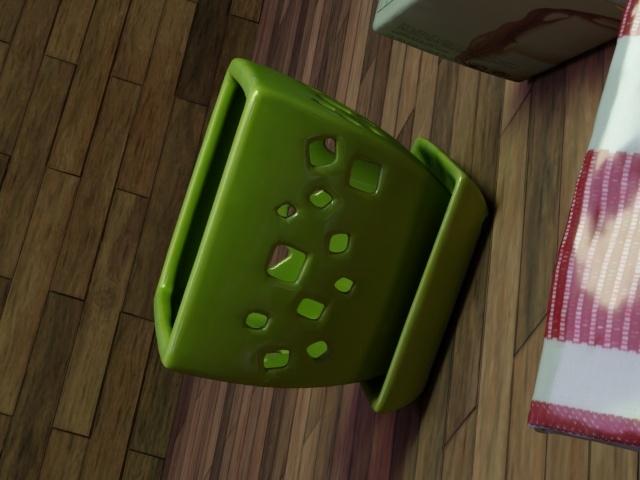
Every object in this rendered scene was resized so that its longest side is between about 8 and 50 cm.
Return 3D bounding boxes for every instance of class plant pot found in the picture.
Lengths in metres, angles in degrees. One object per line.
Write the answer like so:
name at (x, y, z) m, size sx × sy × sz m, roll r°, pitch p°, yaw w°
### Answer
plant pot at (0.000, 0.000, 1.356) m, size 0.228 × 0.207 × 0.227 m, roll -118°, pitch 46°, yaw -77°

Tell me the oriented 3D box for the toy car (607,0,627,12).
toy car at (0.140, -0.190, 0.863) m, size 0.210 × 0.238 × 0.219 m, roll -5°, pitch 36°, yaw 39°

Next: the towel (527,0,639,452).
towel at (0.193, -0.075, 0.622) m, size 0.237 × 0.037 × 0.329 m, roll 5°, pitch 77°, yaw 53°

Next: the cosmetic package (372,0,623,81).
cosmetic package at (0.143, -0.212, 1.158) m, size 0.296 × 0.129 × 0.153 m, roll 170°, pitch 118°, yaw -80°
